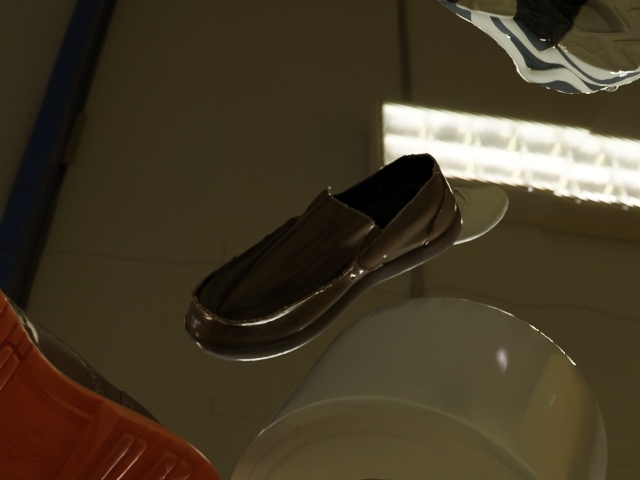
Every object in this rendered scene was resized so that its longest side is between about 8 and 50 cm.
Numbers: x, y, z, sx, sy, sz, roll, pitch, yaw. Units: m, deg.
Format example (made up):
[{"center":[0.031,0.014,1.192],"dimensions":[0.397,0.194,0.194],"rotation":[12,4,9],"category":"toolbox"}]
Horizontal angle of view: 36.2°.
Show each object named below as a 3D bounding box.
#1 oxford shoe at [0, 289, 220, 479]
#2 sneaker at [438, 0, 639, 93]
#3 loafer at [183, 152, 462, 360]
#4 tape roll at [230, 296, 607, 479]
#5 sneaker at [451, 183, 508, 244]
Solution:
[{"center":[-0.218,0.083,0.575],"dimensions":[0.130,0.364,0.132],"rotation":[-49,-149,-11],"category":"oxford shoe"},{"center":[0.150,-0.186,0.764],"dimensions":[0.235,0.153,0.094],"rotation":[28,-93,12],"category":"sneaker"},{"center":[0.000,0.000,1.101],"dimensions":[0.366,0.130,0.134],"rotation":[-31,-135,-25],"category":"loafer"},{"center":[0.074,0.183,0.703],"dimensions":[0.246,0.246,0.169],"rotation":[24,-155,12],"category":"tape roll"},{"center":[0.155,-0.044,1.327],"dimensions":[0.212,0.094,0.080],"rotation":[-20,-145,-8],"category":"sneaker"}]
